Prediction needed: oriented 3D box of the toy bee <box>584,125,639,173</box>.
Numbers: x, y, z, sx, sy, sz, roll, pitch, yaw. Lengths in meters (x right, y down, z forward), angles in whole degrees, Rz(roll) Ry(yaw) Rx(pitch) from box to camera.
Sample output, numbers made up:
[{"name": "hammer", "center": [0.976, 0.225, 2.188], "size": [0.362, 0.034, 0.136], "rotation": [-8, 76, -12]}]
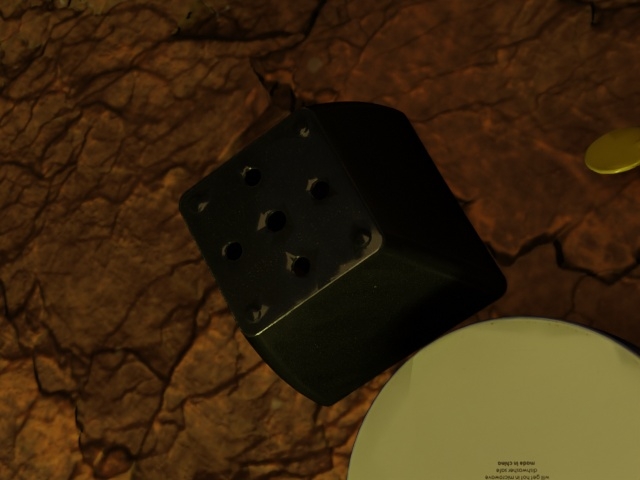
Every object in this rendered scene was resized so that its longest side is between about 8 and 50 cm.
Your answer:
[{"name": "toy bee", "center": [0.293, -0.116, 0.847], "size": [0.195, 0.162, 0.298], "rotation": [9, 109, 17]}]

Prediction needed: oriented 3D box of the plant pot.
[{"name": "plant pot", "center": [0.000, 0.000, 0.929], "size": [0.188, 0.167, 0.187], "rotation": [-35, 68, 16]}]

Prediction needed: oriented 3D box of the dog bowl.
[{"name": "dog bowl", "center": [0.155, 0.187, 0.858], "size": [0.265, 0.104, 0.265], "rotation": [-5, 78, 24]}]
